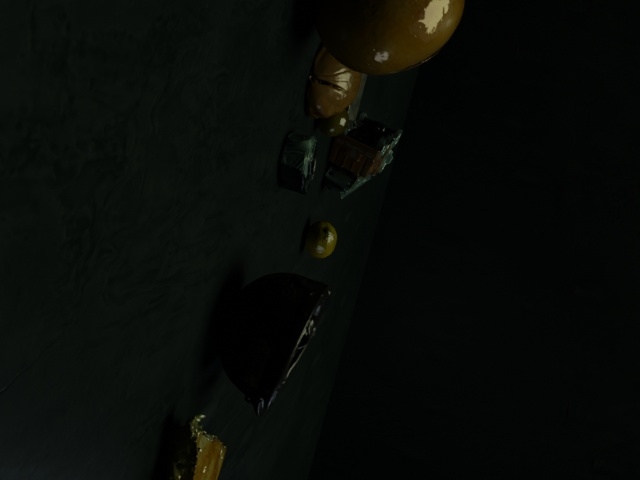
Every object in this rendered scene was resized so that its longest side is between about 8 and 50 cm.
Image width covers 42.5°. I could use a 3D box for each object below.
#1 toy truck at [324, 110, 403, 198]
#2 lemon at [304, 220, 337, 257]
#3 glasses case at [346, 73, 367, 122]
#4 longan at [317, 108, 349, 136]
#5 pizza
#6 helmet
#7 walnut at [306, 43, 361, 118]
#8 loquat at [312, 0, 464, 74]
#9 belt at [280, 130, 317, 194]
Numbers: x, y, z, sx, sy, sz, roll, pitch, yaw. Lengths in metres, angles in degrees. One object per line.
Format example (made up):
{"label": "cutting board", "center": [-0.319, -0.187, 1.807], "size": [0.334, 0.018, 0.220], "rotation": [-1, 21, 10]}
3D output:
{"label": "toy truck", "center": [0.110, -0.227, 2.187], "size": [0.184, 0.133, 0.338], "rotation": [-66, 171, 20]}
{"label": "lemon", "center": [0.000, 0.000, 2.049], "size": [0.110, 0.082, 0.082], "rotation": [102, 9, -48]}
{"label": "glasses case", "center": [0.087, -0.422, 1.888], "size": [0.114, 0.060, 0.299], "rotation": [-38, 143, -75]}
{"label": "longan", "center": [0.024, -0.266, 1.795], "size": [0.083, 0.075, 0.075], "rotation": [43, -54, 53]}
{"label": "pizza", "center": [-0.224, 0.382, 1.396], "size": [0.280, 0.075, 0.287], "rotation": [-69, 169, -52]}
{"label": "helmet", "center": [-0.100, 0.171, 1.482], "size": [0.278, 0.160, 0.230], "rotation": [-62, 177, 26]}
{"label": "walnut", "center": [0.039, -0.328, 1.682], "size": [0.211, 0.087, 0.167], "rotation": [-53, 154, -67]}
{"label": "loquat", "center": [0.115, -0.411, 1.416], "size": [0.263, 0.263, 0.263], "rotation": [16, 90, -81]}
{"label": "belt", "center": [-0.039, -0.151, 1.599], "size": [0.140, 0.058, 0.105], "rotation": [87, 18, -63]}
